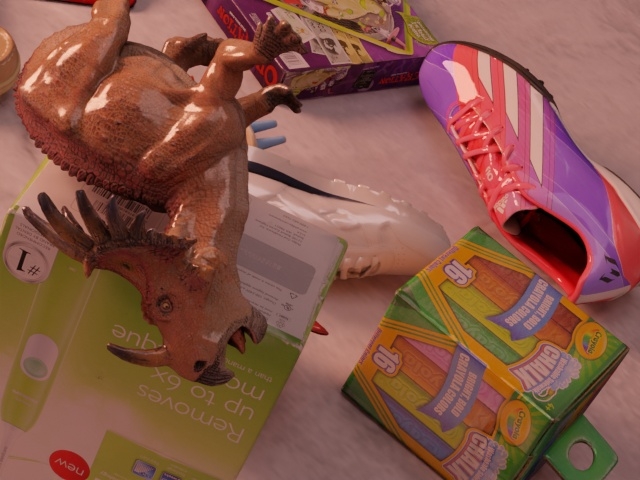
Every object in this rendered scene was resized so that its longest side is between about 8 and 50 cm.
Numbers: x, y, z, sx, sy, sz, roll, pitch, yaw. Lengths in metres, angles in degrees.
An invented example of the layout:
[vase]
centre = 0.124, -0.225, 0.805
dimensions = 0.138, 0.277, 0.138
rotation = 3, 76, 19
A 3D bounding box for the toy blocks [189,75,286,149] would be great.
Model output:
[toy blocks]
centre = -0.115, -0.107, 1.655
dimensions = 0.148, 0.054, 0.123
rotation = -14, 55, -38

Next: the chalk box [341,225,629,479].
[chalk box]
centre = 0.151, 0.119, 1.498
dimensions = 0.213, 0.132, 0.132
rotation = 38, 42, 13

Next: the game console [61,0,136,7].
[game console]
centre = -0.258, -0.284, 1.798
dimensions = 0.144, 0.085, 0.124
rotation = 5, 14, -24

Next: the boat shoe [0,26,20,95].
[boat shoe]
centre = -0.398, -0.196, 1.563
dimensions = 0.302, 0.098, 0.109
rotation = 14, 42, -14

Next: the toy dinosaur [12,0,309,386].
[toy dinosaur]
centre = -0.122, -0.065, 1.133
dimensions = 0.200, 0.127, 0.295
rotation = -43, 52, -11

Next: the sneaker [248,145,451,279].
[sneaker]
centre = 0.000, 0.000, 1.596
dimensions = 0.235, 0.090, 0.095
rotation = 16, 59, -11

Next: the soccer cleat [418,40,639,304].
[soccer cleat]
centre = 0.186, -0.069, 1.742
dimensions = 0.116, 0.109, 0.318
rotation = -24, 63, -38

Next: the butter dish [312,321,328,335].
[butter dish]
centre = -0.091, 0.084, 1.430
dimensions = 0.160, 0.118, 0.160
rotation = 20, -3, -9

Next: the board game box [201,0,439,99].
[board game box]
centre = -0.042, -0.282, 1.888
dimensions = 0.208, 0.056, 0.347
rotation = -13, 54, -32

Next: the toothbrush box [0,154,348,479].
[toothbrush box]
centre = -0.133, 0.085, 1.265
dimensions = 0.206, 0.283, 0.122
rotation = 26, 41, -1
